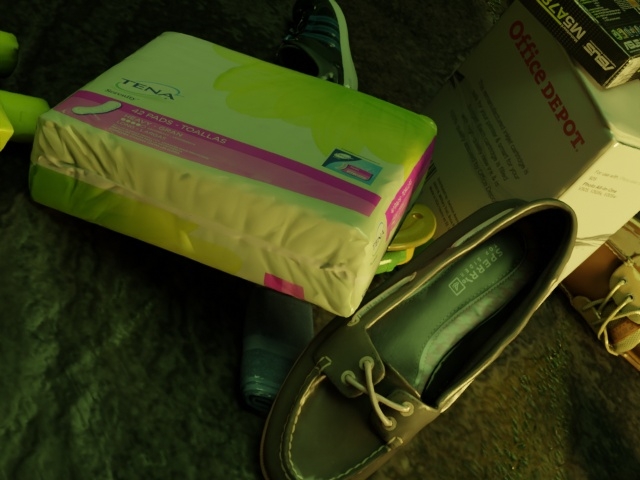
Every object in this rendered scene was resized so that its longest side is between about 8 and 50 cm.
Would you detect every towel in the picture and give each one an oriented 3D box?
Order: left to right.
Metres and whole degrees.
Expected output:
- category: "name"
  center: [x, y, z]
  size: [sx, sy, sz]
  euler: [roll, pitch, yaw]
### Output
- category: "towel"
  center: [-0.038, 0.097, 0.851]
  size: [0.067, 0.029, 0.119]
  euler: [24, 40, -22]

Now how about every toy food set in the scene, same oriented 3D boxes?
- category: "toy food set"
  center: [0.000, 0.000, 0.943]
  size: [0.218, 0.071, 0.128]
  euler: [-1, 32, -21]

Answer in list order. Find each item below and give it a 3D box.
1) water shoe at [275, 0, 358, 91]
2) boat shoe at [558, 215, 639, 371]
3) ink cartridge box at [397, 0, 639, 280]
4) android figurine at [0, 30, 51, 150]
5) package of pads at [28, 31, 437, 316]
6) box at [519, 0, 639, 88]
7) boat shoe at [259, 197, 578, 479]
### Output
- category: "water shoe"
  center: [-0.013, -0.230, 1.172]
  size: [0.080, 0.073, 0.203]
  euler: [10, 46, -32]
- category: "boat shoe"
  center: [0.369, 0.075, 1.160]
  size: [0.324, 0.122, 0.120]
  euler: [39, 40, -1]
- category: "ink cartridge box"
  center: [0.194, -0.069, 1.007]
  size: [0.121, 0.289, 0.211]
  euler: [10, 47, -35]
- category: "android figurine"
  center: [-0.350, -0.138, 0.775]
  size: [0.273, 0.056, 0.248]
  euler: [1, 50, -50]
- category: "package of pads"
  center: [-0.064, -0.073, 0.865]
  size: [0.296, 0.101, 0.229]
  euler: [20, 34, 10]
- category: "box"
  center: [0.256, -0.233, 0.954]
  size: [0.184, 0.045, 0.191]
  euler: [48, 36, 15]
- category: "boat shoe"
  center: [0.083, 0.074, 0.803]
  size: [0.335, 0.095, 0.112]
  euler: [-42, 90, -22]
